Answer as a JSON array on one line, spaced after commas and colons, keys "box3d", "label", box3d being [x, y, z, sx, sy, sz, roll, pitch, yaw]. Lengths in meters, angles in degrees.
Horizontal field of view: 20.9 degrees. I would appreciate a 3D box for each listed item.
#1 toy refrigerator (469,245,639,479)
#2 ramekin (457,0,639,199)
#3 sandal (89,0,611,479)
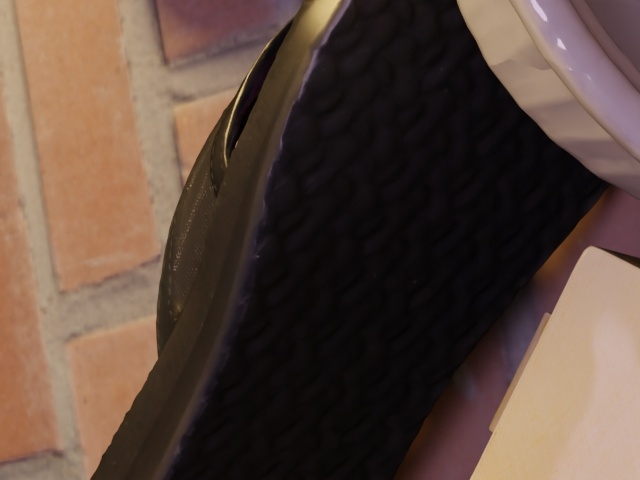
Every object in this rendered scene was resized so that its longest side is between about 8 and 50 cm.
[{"box3d": [0.087, 0.141, 0.648, 0.094, 0.102, 0.269, 29, 99, 25], "label": "toy refrigerator"}, {"box3d": [0.165, -0.126, 0.533, 0.277, 0.135, 0.277, 0, 90, -8], "label": "ramekin"}, {"box3d": [-0.002, 0.001, 0.705, 0.445, 0.167, 0.107, -59, 44, 18], "label": "sandal"}]
